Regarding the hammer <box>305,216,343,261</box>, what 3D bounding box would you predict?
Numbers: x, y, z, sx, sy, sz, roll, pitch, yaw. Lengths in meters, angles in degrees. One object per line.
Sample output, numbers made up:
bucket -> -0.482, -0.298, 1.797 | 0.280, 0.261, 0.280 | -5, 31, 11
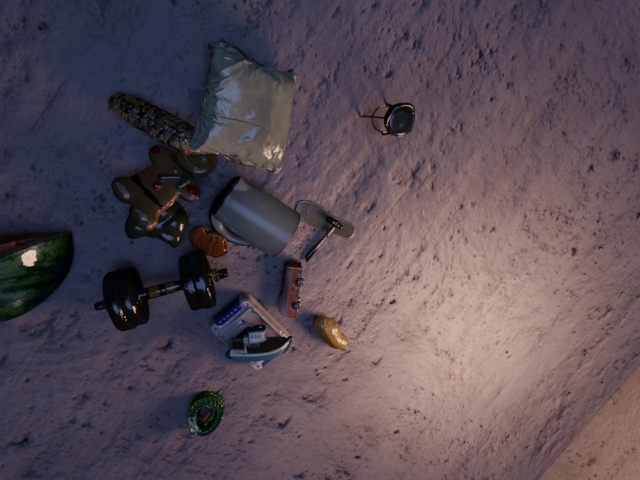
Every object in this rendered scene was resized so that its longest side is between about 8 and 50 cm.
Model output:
hammer -> 0.000, 0.000, 1.404 | 0.065, 0.021, 0.178 | 36, 101, -23

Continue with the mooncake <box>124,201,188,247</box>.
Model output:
mooncake -> -0.481, -0.048, 1.218 | 0.175, 0.104, 0.168 | -16, 117, -6

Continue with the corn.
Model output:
corn -> -0.448, -0.320, 1.128 | 0.253, 0.086, 0.086 | 27, 100, -5

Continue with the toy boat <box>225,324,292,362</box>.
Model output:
toy boat -> -0.197, 0.328, 1.340 | 0.215, 0.088, 0.102 | -1, 107, -12

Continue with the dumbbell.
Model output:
dumbbell -> -0.470, 0.146, 1.241 | 0.389, 0.185, 0.185 | -14, 111, -9

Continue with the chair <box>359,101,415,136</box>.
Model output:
chair -> 0.207, -0.356, 1.235 | 0.104, 0.221, 0.095 | -28, 108, -4

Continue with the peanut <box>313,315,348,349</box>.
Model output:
peanut -> 0.043, 0.335, 1.499 | 0.080, 0.080, 0.174 | -39, 117, 0

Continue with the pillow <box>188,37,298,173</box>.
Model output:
pillow -> -0.202, -0.357, 1.140 | 0.284, 0.138, 0.309 | 3, 106, -40

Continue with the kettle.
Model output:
kettle -> -0.219, -0.062, 1.264 | 0.236, 0.161, 0.221 | 33, 128, -21

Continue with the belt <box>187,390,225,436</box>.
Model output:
belt -> -0.406, 0.612, 1.473 | 0.121, 0.079, 0.151 | 18, 91, -9

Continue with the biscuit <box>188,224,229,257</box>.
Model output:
biscuit -> -0.348, 0.007, 1.291 | 0.130, 0.019, 0.102 | 33, 127, -19

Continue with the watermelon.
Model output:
watermelon -> -0.869, 0.120, 1.109 | 0.319, 0.222, 0.292 | 6, 102, -17

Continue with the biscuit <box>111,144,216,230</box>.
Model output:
biscuit -> -0.424, -0.179, 1.163 | 0.301, 0.049, 0.197 | -40, 91, -20

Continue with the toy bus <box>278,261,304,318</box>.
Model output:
toy bus -> -0.098, 0.167, 1.413 | 0.077, 0.065, 0.192 | 7, 106, -6

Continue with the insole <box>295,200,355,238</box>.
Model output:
insole -> 0.018, -0.064, 1.396 | 0.232, 0.003, 0.080 | 26, 100, -21

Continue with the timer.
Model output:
timer -> -0.235, 0.318, 1.416 | 0.178, 0.078, 0.253 | -40, 114, 1
